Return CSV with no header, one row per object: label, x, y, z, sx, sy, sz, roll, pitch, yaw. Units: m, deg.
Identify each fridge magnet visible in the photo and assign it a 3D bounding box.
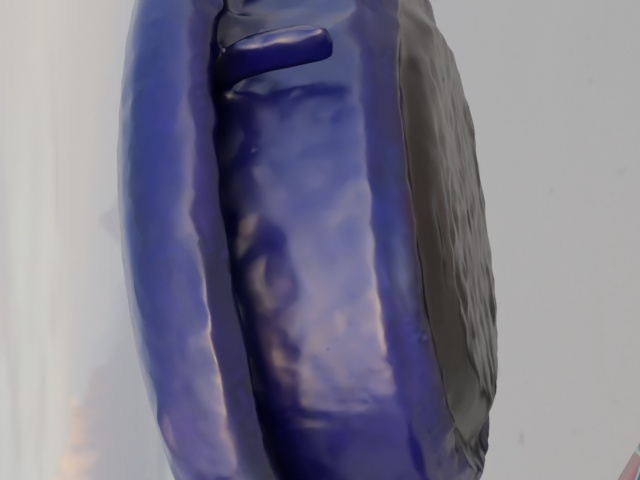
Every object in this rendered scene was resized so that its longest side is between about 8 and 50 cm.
fridge magnet,0.000,0.000,0.463,0.265,0.112,0.265,-8,-90,-78

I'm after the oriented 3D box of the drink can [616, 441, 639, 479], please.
drink can,0.297,0.184,0.977,0.118,0.118,0.205,-104,32,-60
